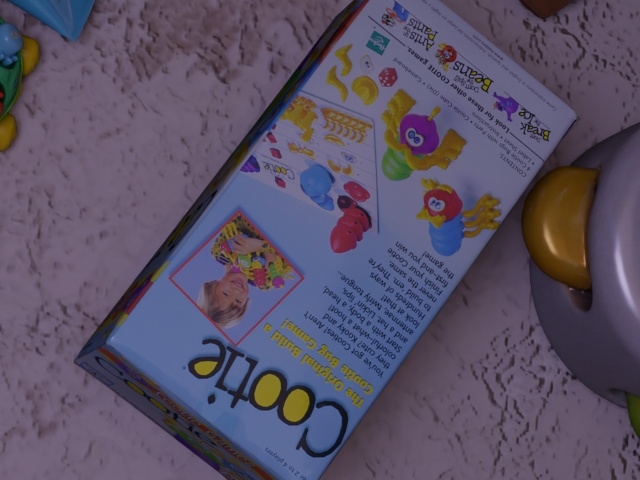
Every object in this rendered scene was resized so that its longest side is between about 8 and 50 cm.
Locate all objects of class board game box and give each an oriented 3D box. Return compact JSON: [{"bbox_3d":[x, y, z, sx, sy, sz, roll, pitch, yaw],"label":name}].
[{"bbox_3d":[0.000,0.000,1.148,0.144,0.142,0.275,39,75,-7],"label":"board game box"}]

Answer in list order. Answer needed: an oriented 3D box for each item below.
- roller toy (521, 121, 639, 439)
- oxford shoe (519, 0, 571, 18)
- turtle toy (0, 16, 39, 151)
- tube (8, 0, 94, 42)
[{"bbox_3d":[0.237,0.011,1.206,0.191,0.146,0.209,-39,93,-17],"label":"roller toy"},{"bbox_3d":[0.206,-0.223,1.272,0.212,0.076,0.076,-36,118,-5],"label":"oxford shoe"},{"bbox_3d":[-0.219,-0.088,1.141,0.095,0.066,0.130,17,79,-12],"label":"turtle toy"},{"bbox_3d":[-0.224,-0.197,1.166,0.207,0.052,0.080,28,63,-12],"label":"tube"}]
